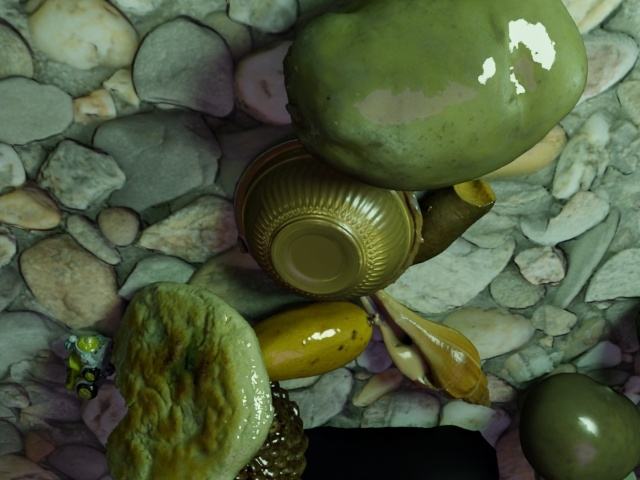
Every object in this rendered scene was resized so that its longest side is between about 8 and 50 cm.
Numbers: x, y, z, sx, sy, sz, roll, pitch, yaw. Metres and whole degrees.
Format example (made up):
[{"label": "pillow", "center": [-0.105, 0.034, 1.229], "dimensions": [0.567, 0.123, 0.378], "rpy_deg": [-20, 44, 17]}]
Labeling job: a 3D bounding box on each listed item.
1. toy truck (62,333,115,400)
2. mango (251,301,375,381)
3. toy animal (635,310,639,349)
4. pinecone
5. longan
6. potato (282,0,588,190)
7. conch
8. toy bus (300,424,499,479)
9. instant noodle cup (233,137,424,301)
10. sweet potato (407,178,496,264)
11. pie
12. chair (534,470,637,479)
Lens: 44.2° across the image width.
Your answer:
[{"label": "toy truck", "center": [-0.370, 0.193, 1.247], "dimensions": [0.077, 0.076, 0.111], "rpy_deg": [23, 125, 5]}, {"label": "mango", "center": [-0.032, 0.156, 1.184], "dimensions": [0.228, 0.147, 0.109], "rpy_deg": [-15, 86, -16]}, {"label": "toy animal", "center": [0.650, 0.180, 1.230], "dimensions": [0.339, 0.215, 0.191], "rpy_deg": [12, 152, -10]}, {"label": "pinecone", "center": [-0.158, 0.343, 1.274], "dimensions": [0.246, 0.246, 0.292], "rpy_deg": [27, 140, -22]}, {"label": "longan", "center": [0.432, 0.322, 1.323], "dimensions": [0.220, 0.196, 0.196], "rpy_deg": [31, 120, -30]}, {"label": "potato", "center": [0.125, -0.179, 0.897], "dimensions": [0.327, 0.221, 0.243], "rpy_deg": [-23, 138, 3]}, {"label": "conch", "center": [0.165, 0.157, 1.252], "dimensions": [0.330, 0.093, 0.109], "rpy_deg": [47, 131, -10]}, {"label": "toy bus", "center": [0.119, 0.438, 1.414], "dimensions": [0.387, 0.171, 0.162], "rpy_deg": [-1, 138, -4]}, {"label": "instant noodle cup", "center": [0.000, 0.000, 1.070], "dimensions": [0.274, 0.090, 0.273], "rpy_deg": [6, 126, 9]}, {"label": "sweet potato", "center": [0.147, -0.014, 1.124], "dimensions": [0.077, 0.077, 0.244], "rpy_deg": [31, 131, -24]}, {"label": "pie", "center": [-0.203, 0.213, 1.125], "dimensions": [0.337, 0.337, 0.075], "rpy_deg": [-38, 151, 23]}, {"label": "chair", "center": [0.497, 0.496, 1.458], "dimensions": [0.191, 0.203, 0.274], "rpy_deg": [-4, 134, 13]}]
